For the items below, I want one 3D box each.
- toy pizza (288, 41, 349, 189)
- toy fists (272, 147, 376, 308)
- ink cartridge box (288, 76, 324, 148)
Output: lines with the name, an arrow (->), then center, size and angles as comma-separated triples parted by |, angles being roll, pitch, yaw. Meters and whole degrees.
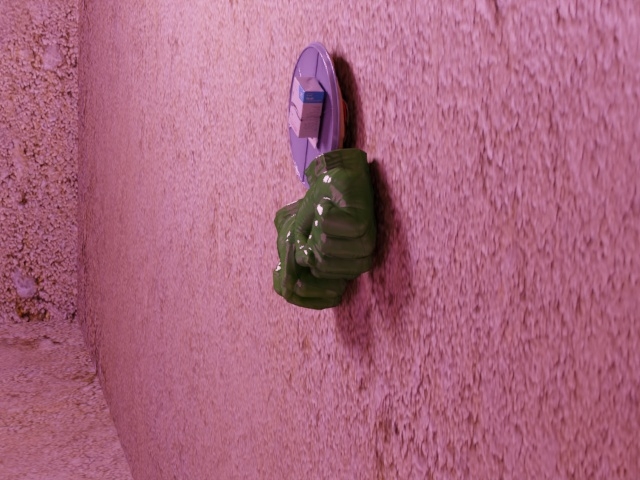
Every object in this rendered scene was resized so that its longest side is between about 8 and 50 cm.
toy pizza -> 0.000, -0.162, 1.698 | 0.201, 0.032, 0.201 | 178, 90, -72
toy fists -> 0.000, 0.000, 1.628 | 0.279, 0.096, 0.142 | 129, 134, -61
ink cartridge box -> -0.020, -0.165, 1.656 | 0.048, 0.028, 0.083 | -119, 32, -54
